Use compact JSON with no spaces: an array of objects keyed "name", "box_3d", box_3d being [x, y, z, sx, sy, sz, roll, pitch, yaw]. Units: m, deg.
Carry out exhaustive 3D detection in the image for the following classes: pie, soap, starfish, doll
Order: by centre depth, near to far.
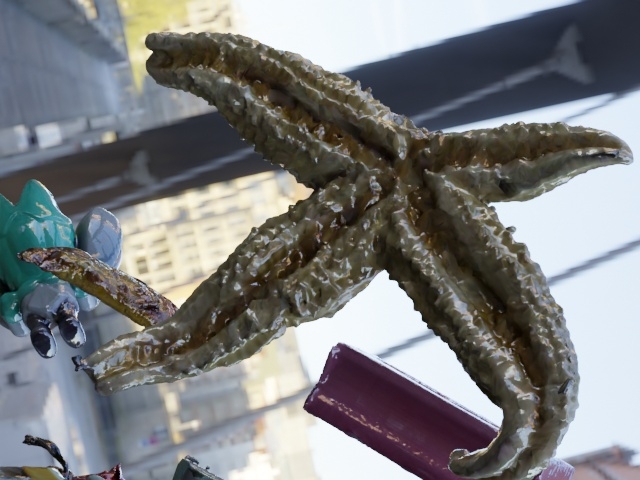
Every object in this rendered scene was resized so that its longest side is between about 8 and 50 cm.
[{"name":"starfish","box_3d":[0.000,0.000,0.934,0.324,0.432,0.082,-66,156,-20]},{"name":"pie","box_3d":[-0.216,0.041,1.334,0.033,0.191,0.088,-56,-165,13]},{"name":"doll","box_3d":[-0.351,0.045,1.589,0.153,0.195,0.258,83,12,-45]},{"name":"soap","box_3d":[0.176,0.295,1.918,0.359,0.128,0.233,28,-1,24]}]

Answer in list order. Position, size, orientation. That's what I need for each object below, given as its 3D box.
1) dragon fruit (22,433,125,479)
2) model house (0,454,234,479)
[{"name":"dragon fruit","box_3d":[-0.290,0.381,1.366,0.269,0.291,0.250,62,5,-58]},{"name":"model house","box_3d":[-0.156,0.287,0.973,0.198,0.215,0.224,27,-79,50]}]
